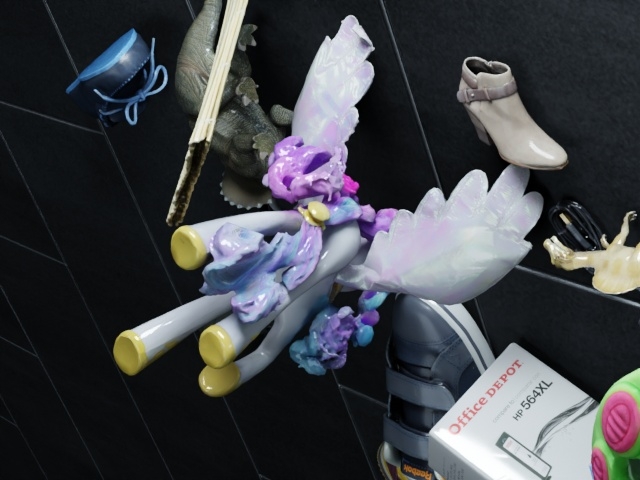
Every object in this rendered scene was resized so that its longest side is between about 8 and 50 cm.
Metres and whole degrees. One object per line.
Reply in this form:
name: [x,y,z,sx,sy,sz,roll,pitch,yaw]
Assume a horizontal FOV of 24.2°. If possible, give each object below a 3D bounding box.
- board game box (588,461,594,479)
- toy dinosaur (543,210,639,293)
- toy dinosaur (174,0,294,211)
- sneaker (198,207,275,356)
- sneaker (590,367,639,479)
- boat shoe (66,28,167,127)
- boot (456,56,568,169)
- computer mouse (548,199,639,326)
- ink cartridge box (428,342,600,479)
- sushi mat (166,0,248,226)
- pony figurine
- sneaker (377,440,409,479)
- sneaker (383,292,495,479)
board game box: [0.370,0.347,1.365,0.291,0.141,0.232,-88,-26,-64]
toy dinosaur: [0.284,0.019,1.306,0.183,0.092,0.053,13,135,50]
toy dinosaur: [-0.103,-0.147,1.647,0.160,0.121,0.313,-16,115,51]
sneaker: [-0.080,0.078,1.914,0.130,0.109,0.286,34,151,17]
sneaker: [0.377,0.089,1.041,0.483,0.202,0.185,-47,66,41]
boat shoe: [-0.239,-0.195,1.834,0.089,0.109,0.258,47,170,-10]
boot: [0.172,-0.118,1.358,0.118,0.042,0.087,24,141,39]
computer mouse: [0.297,0.059,1.393,0.242,0.041,0.071,45,153,10]
ink cartridge box: [0.234,0.228,1.573,0.203,0.148,0.086,36,156,24]
sushi mat: [-0.094,-0.174,1.426,0.019,0.316,0.151,16,145,-7]
pony figurine: [0.000,0.000,1.503,0.303,0.363,0.351,50,138,16]
sneaker: [0.145,0.334,1.929,0.185,0.069,0.084,54,158,-9]
sneaker: [0.137,0.200,1.716,0.126,0.127,0.321,16,136,49]
